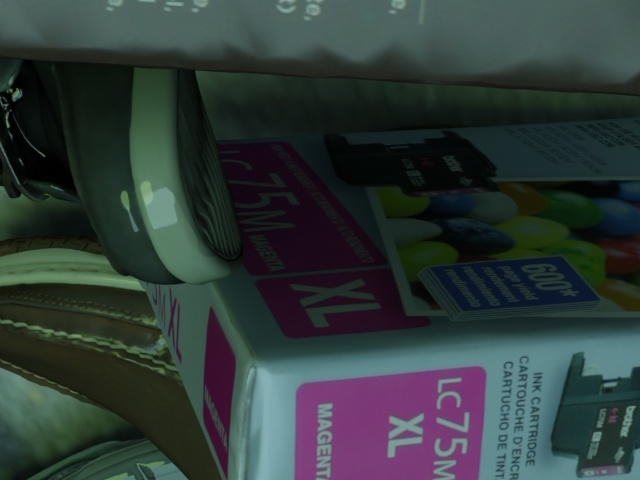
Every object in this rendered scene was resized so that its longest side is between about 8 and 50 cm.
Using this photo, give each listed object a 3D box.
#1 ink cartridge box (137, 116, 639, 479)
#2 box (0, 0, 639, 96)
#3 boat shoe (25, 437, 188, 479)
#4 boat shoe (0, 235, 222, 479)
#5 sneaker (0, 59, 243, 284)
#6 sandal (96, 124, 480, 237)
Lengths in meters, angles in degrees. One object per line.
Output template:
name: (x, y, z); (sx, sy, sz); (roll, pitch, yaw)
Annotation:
ink cartridge box: (0.104, 0.012, 0.592); (0.311, 0.186, 0.065); (-2, 112, -16)
box: (-0.079, -0.140, 0.469); (0.382, 0.191, 0.143); (2, 116, -3)
boat shoe: (-0.106, 0.151, 0.798); (0.320, 0.103, 0.118); (-28, 107, 12)
boat shoe: (-0.022, 0.070, 0.679); (0.258, 0.095, 0.095); (13, 157, 0)
sneaker: (-0.094, -0.035, 0.538); (0.118, 0.222, 0.083); (-16, 115, -4)
sandal: (0.000, 0.000, 0.694); (0.180, 0.049, 0.072); (-6, 130, 3)
